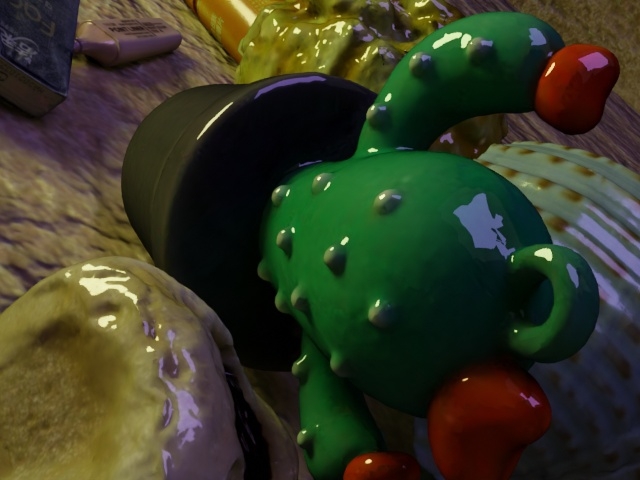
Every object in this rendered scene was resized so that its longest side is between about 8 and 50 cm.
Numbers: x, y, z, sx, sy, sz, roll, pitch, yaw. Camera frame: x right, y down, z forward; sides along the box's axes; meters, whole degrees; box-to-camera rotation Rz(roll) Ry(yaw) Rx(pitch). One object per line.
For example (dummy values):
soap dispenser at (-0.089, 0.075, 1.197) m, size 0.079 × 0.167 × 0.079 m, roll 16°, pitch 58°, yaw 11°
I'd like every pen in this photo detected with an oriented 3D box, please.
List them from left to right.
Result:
pen at (-0.204, -0.206, 0.945) m, size 0.053 × 0.032 × 0.197 m, roll 38°, pitch 24°, yaw 4°

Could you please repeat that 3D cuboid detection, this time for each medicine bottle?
medicine bottle at (-0.081, -0.263, 1.115) m, size 0.096 × 0.096 × 0.192 m, roll -1°, pitch 44°, yaw -51°

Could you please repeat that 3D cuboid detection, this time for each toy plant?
toy plant at (0.008, -0.011, 0.545) m, size 0.185 × 0.279 × 0.400 m, roll 44°, pitch -7°, yaw -29°

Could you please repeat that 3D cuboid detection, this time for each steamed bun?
steamed bun at (-0.086, 0.106, 0.441) m, size 0.155 × 0.172 × 0.141 m, roll 35°, pitch 30°, yaw -48°

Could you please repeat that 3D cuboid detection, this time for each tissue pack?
tissue pack at (-0.260, -0.188, 0.771) m, size 0.112 × 0.051 × 0.156 m, roll 35°, pitch 35°, yaw -39°

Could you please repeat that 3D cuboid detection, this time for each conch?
conch at (0.203, 0.079, 0.684) m, size 0.215 × 0.303 × 0.319 m, roll -1°, pitch 28°, yaw 30°

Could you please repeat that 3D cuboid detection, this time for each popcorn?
popcorn at (0.054, -0.125, 0.888) m, size 0.282 × 0.247 × 0.282 m, roll 39°, pitch 22°, yaw -19°
